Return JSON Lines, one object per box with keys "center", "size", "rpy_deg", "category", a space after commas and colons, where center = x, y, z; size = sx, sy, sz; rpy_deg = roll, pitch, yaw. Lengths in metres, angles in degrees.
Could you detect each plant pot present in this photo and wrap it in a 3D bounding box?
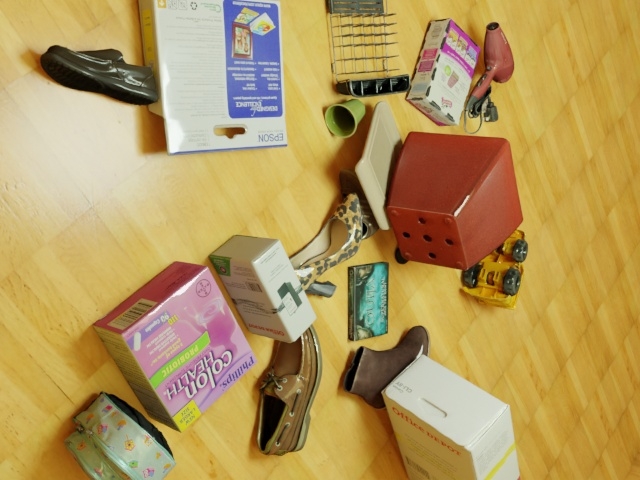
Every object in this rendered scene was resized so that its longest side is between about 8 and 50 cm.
{"center": [0.306, -0.080, 1.797], "size": [0.235, 0.267, 0.267], "rpy_deg": [-54, 138, -33], "category": "plant pot"}
{"center": [0.066, -0.293, 1.735], "size": [0.079, 0.083, 0.083], "rpy_deg": [-44, 122, -45], "category": "plant pot"}

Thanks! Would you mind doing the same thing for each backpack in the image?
{"center": [-0.354, 0.375, 1.333], "size": [0.144, 0.188, 0.165], "rpy_deg": [-48, 124, -28], "category": "backpack"}

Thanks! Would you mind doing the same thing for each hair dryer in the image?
{"center": [0.467, -0.443, 2.024], "size": [0.224, 0.080, 0.293], "rpy_deg": [-30, 126, -57], "category": "hair dryer"}

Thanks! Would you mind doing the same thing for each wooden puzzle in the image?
{"center": [0.145, -0.180, 1.788], "size": [0.221, 0.044, 0.238], "rpy_deg": [63, 36, -41], "category": "wooden puzzle"}

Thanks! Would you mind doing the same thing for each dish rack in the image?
{"center": [0.110, -0.477, 1.753], "size": [0.208, 0.074, 0.271], "rpy_deg": [-16, 105, -42], "category": "dish rack"}

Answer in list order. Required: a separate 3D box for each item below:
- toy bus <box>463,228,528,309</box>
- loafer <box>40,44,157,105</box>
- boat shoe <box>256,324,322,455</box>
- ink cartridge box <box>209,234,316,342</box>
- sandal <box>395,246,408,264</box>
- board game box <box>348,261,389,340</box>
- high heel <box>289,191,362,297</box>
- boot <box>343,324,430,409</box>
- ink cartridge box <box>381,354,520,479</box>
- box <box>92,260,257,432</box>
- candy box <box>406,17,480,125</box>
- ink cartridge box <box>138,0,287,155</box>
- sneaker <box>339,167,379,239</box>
{"center": [0.532, 0.094, 2.165], "size": [0.211, 0.150, 0.220], "rpy_deg": [40, 64, -52], "category": "toy bus"}
{"center": [-0.389, -0.303, 1.317], "size": [0.220, 0.080, 0.078], "rpy_deg": [14, 75, -47], "category": "loafer"}
{"center": [-0.074, 0.326, 1.639], "size": [0.105, 0.111, 0.307], "rpy_deg": [3, 92, -44], "category": "boat shoe"}
{"center": [-0.118, 0.099, 1.548], "size": [0.087, 0.153, 0.208], "rpy_deg": [-42, 122, -33], "category": "ink cartridge box"}
{"center": [0.265, 0.003, 1.967], "size": [0.179, 0.040, 0.067], "rpy_deg": [-43, 121, -31], "category": "sandal"}
{"center": [0.120, 0.151, 1.858], "size": [0.126, 0.026, 0.186], "rpy_deg": [-7, 99, -43], "category": "board game box"}
{"center": [0.000, 0.000, 1.682], "size": [0.186, 0.093, 0.261], "rpy_deg": [17, 92, -49], "category": "high heel"}
{"center": [0.173, 0.302, 1.877], "size": [0.207, 0.090, 0.248], "rpy_deg": [35, 74, -41], "category": "boot"}
{"center": [0.336, 0.510, 1.861], "size": [0.160, 0.279, 0.384], "rpy_deg": [-39, 133, -24], "category": "ink cartridge box"}
{"center": [-0.274, 0.201, 1.437], "size": [0.213, 0.117, 0.242], "rpy_deg": [-40, 120, -33], "category": "box"}
{"center": [0.326, -0.439, 1.957], "size": [0.159, 0.071, 0.233], "rpy_deg": [29, 74, -42], "category": "candy box"}
{"center": [-0.205, -0.332, 1.485], "size": [0.304, 0.072, 0.307], "rpy_deg": [-10, 104, -43], "category": "ink cartridge box"}
{"center": [0.087, -0.083, 1.776], "size": [0.071, 0.066, 0.188], "rpy_deg": [-47, 123, -28], "category": "sneaker"}
